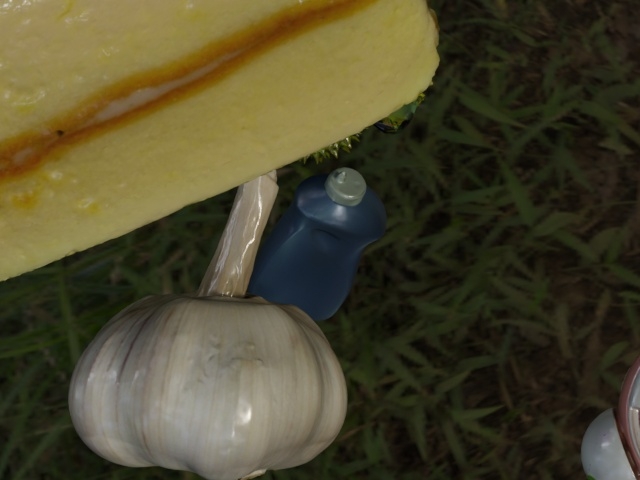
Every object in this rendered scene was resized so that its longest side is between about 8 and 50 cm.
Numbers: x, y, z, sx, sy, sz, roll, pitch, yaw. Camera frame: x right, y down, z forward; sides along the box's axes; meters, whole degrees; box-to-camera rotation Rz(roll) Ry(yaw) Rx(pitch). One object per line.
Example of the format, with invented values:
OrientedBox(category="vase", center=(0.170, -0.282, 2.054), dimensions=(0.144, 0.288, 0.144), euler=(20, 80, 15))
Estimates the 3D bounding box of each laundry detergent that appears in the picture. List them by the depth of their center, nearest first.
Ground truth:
OrientedBox(category="laundry detergent", center=(0.000, -0.001, 1.247), dimensions=(0.206, 0.096, 0.061), euler=(117, 164, -53))

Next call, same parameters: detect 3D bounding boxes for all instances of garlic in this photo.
OrientedBox(category="garlic", center=(-0.071, 0.051, 0.959), dimensions=(0.199, 0.199, 0.226), euler=(10, 94, 27))

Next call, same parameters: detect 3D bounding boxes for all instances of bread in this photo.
OrientedBox(category="bread", center=(-0.092, -0.068, 0.619), dimensions=(0.163, 0.168, 0.264), euler=(26, 67, 37))

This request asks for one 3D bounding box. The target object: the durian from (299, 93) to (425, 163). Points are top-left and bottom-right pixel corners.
OrientedBox(category="durian", center=(-0.010, -0.158, 1.198), dimensions=(0.198, 0.146, 0.159), euler=(-25, 121, 37))

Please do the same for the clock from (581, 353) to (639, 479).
OrientedBox(category="clock", center=(0.274, 0.127, 0.926), dimensions=(0.166, 0.093, 0.162), euler=(23, 82, 23))
